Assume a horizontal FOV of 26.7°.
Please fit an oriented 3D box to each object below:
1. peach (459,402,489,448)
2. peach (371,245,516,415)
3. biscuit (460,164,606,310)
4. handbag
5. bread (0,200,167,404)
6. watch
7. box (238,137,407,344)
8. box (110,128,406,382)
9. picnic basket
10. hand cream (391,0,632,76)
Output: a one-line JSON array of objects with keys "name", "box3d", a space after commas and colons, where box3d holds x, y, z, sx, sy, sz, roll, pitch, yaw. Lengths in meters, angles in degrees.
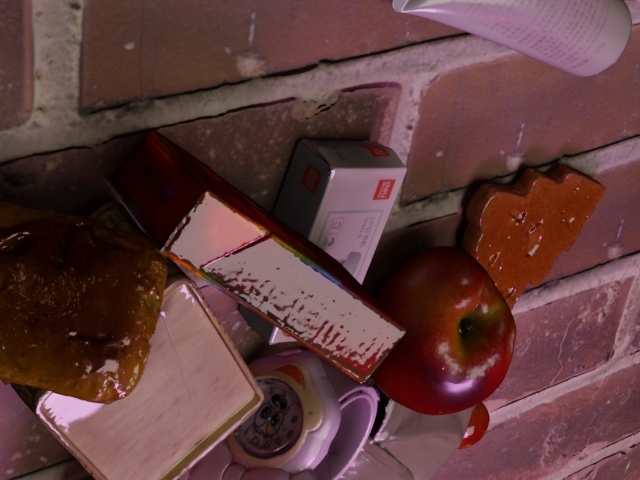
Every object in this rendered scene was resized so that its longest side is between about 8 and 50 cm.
[{"name": "peach", "box3d": [0.242, 0.306, 2.216, 0.098, 0.061, 0.098, -19, 126, -27]}, {"name": "peach", "box3d": [0.158, 0.126, 1.873, 0.199, 0.243, 0.243, -2, 124, -24]}, {"name": "biscuit", "box3d": [0.311, -0.013, 2.033, 0.306, 0.043, 0.284, -31, 137, -24]}, {"name": "handbag", "box3d": [0.088, 0.339, 2.062, 0.253, 0.109, 0.316, 25, 109, -47]}, {"name": "bread", "box3d": [-0.343, 0.037, 1.295, 0.380, 0.109, 0.185, 13, 75, -12]}, {"name": "watch", "box3d": [-0.029, 0.280, 1.850, 0.248, 0.211, 0.217, -61, 149, 1]}, {"name": "box", "box3d": [0.000, 0.000, 1.718, 0.135, 0.079, 0.269, -3, 123, -42]}, {"name": "box", "box3d": [-0.069, 0.017, 1.507, 0.313, 0.197, 0.089, 35, 97, -33]}, {"name": "picnic basket", "box3d": [-0.231, 0.129, 1.537, 0.228, 0.175, 0.313, -40, 145, -12]}, {"name": "hand cream", "box3d": [0.250, -0.312, 1.691, 0.358, 0.118, 0.185, 19, 111, -42]}]
